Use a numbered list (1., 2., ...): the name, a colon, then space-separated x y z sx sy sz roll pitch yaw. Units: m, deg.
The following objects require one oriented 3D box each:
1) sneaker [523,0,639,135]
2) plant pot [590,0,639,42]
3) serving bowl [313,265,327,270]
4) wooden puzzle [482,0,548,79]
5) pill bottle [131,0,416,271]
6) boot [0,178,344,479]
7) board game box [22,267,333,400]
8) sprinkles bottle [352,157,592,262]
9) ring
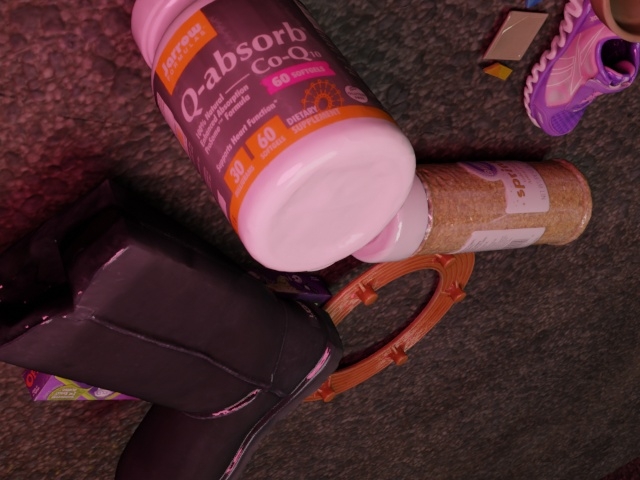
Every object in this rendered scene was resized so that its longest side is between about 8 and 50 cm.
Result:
1. sneaker: 0.324 -0.205 1.387 0.095 0.104 0.236 -17 145 -27
2. plant pot: 0.363 -0.338 1.233 0.237 0.109 0.237 -24 143 -20
3. serving bowl: 0.000 0.000 1.439 0.083 0.027 0.083 -24 146 -17
4. wooden puzzle: 0.223 -0.237 1.341 0.079 0.014 0.116 -3 137 -46
5. pill bottle: -0.051 -0.120 1.002 0.162 0.278 0.162 -24 146 -17
6. boot: -0.208 0.154 1.260 0.367 0.146 0.445 -49 149 5
7. board game box: -0.167 0.115 1.429 0.347 0.056 0.208 8 125 -46
8. sprinkles bottle: 0.187 -0.042 1.463 0.356 0.121 0.121 -4 137 -39
9. ring: 0.088 0.121 1.631 0.337 0.032 0.336 -30 152 -17
